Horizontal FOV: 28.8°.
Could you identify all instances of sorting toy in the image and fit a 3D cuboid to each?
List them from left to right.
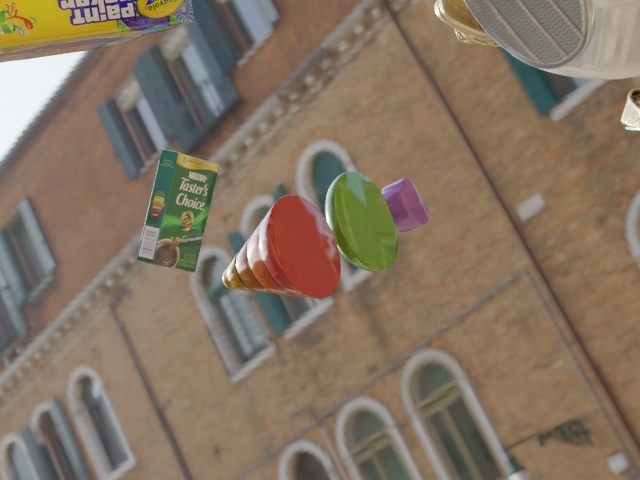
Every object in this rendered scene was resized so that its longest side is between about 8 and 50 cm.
[{"bbox_3d":[0.000,0.000,1.509,0.126,0.127,0.365,-23,0,32],"label":"sorting toy"}]

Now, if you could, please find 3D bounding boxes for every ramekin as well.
[{"bbox_3d":[0.318,-0.287,1.437,0.272,0.273,0.127,-19,-53,-25],"label":"ramekin"}]

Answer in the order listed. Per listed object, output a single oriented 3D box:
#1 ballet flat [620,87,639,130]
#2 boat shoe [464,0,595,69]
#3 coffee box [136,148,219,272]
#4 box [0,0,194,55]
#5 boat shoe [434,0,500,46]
[{"bbox_3d":[0.518,-0.190,1.881,0.080,0.073,0.232,1,12,-16],"label":"ballet flat"},{"bbox_3d":[0.151,-0.291,1.093,0.109,0.302,0.094,-29,3,29],"label":"boat shoe"},{"bbox_3d":[-0.227,-0.047,2.000,0.040,0.184,0.113,12,-2,33],"label":"coffee box"},{"bbox_3d":[-0.340,-0.287,1.346,0.290,0.177,0.279,-15,10,-34],"label":"box"},{"bbox_3d":[0.201,-0.278,1.603,0.170,0.063,0.059,7,-23,-42],"label":"boat shoe"}]
